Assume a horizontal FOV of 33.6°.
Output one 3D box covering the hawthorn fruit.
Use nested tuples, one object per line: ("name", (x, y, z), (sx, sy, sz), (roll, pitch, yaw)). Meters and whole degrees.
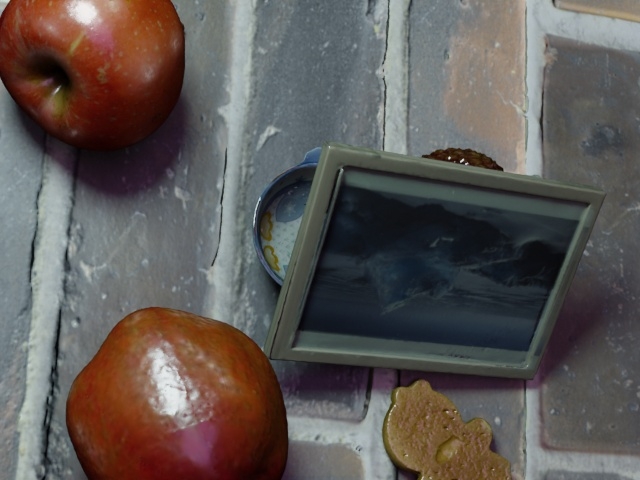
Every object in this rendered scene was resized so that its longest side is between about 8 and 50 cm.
("hawthorn fruit", (-0.181, 0.235, 1.350), (0.295, 0.311, 0.295), (-3, 116, -6))

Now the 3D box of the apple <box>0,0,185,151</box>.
("apple", (-0.304, -0.253, 1.448), (0.260, 0.260, 0.216), (47, 46, -2))

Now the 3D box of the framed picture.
("framed picture", (0.166, 0.043, 1.509), (0.446, 0.028, 0.326), (7, 113, -22))

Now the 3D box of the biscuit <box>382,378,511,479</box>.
("biscuit", (0.179, 0.314, 1.580), (0.225, 0.036, 0.166), (42, 70, -1))

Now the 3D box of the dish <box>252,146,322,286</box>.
("dish", (0.000, 0.000, 1.570), (0.228, 0.086, 0.236), (26, 72, -10))

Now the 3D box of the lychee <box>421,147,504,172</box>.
("lychee", (0.192, -0.055, 1.590), (0.188, 0.188, 0.188), (4, 77, -16))

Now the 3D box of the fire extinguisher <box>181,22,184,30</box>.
("fire extinguisher", (-0.242, -0.289, 1.591), (0.046, 0.032, 0.100), (28, 65, -20))
